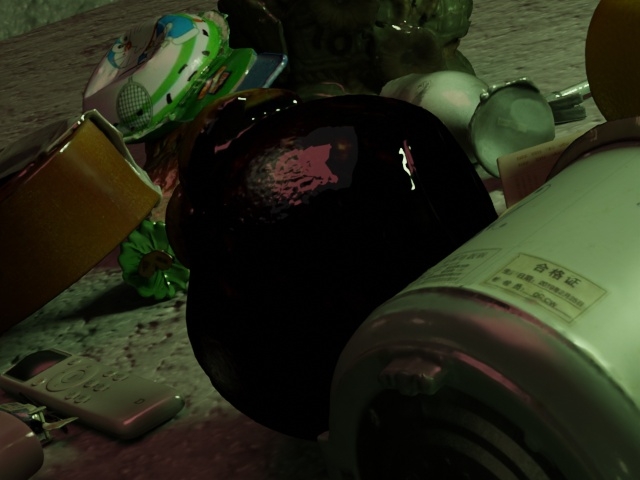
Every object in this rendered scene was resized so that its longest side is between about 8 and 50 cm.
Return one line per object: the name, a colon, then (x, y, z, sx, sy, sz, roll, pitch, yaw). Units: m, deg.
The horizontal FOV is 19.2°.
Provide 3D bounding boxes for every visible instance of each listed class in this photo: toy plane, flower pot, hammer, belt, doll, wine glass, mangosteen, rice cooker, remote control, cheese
toy plane: (-0.251, 0.154, 1.627, 0.049, 0.031, 0.120, -19, 13, -28)
flower pot: (0.036, -0.254, 2.157, 0.302, 0.213, 0.302, -9, 14, 2)
hammer: (0.324, -0.180, 2.010, 0.246, 0.029, 0.103, -23, 18, -17)
belt: (-0.315, 0.004, 1.861, 0.338, 0.122, 0.217, -30, 20, 24)
doll: (-0.162, 0.007, 1.882, 0.078, 0.077, 0.113, -26, 17, 7)
wine glass: (0.138, -0.122, 1.909, 0.103, 0.103, 0.222, -27, 19, -21)
mangosteen: (0.004, 0.000, 1.389, 0.233, 0.287, 0.287, -32, 12, 24)
rice cooker: (0.168, 0.085, 1.034, 0.316, 0.264, 0.316, -20, 18, 7)
remote control: (-0.206, 0.128, 1.652, 0.067, 0.029, 0.261, -29, 20, -27)
cheese: (-0.154, -0.173, 2.028, 0.320, 0.083, 0.204, 9, 57, 53)

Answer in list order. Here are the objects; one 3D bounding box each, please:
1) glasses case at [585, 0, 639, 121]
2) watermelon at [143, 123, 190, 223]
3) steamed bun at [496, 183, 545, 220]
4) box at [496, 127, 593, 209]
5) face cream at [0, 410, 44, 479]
glasses case: (0.390, -0.124, 1.518, 0.371, 0.173, 0.141, 9, 29, 33)
watermelon: (-0.109, -0.073, 2.031, 0.193, 0.140, 0.257, -20, 24, 24)
steamed bun: (0.245, 0.029, 1.292, 0.238, 0.170, 0.152, -21, 41, 1)
box: (0.230, -0.038, 1.646, 0.141, 0.058, 0.201, -17, 18, 6)
face cream: (-0.339, 0.218, 1.458, 0.107, 0.073, 0.269, 4, 29, 41)
